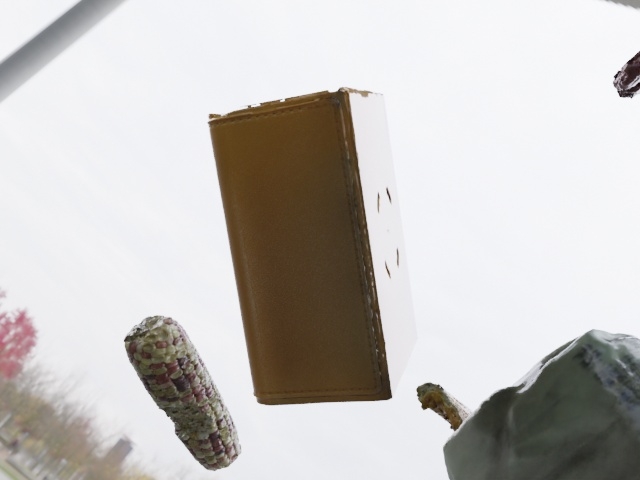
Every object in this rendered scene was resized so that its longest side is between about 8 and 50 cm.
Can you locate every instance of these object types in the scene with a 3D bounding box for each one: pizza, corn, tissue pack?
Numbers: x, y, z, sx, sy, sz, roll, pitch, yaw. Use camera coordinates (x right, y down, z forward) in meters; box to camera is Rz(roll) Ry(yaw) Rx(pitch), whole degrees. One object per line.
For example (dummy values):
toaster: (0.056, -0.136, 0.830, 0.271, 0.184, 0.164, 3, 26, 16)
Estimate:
pizza: (0.367, 0.452, 1.682, 0.365, 0.074, 0.182, 38, 7, -9)
corn: (-0.204, 0.244, 1.135, 0.098, 0.098, 0.290, 6, -55, 50)
tissue pack: (0.000, 0.000, 0.728, 0.145, 0.194, 0.275, -8, -84, 13)

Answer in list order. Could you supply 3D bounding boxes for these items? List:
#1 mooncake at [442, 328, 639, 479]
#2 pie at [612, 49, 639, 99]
mooncake: (0.246, 0.220, 0.657, 0.136, 0.255, 0.250, 26, -60, -30)
pie: (0.711, -0.381, 1.573, 0.054, 0.204, 0.218, 55, 7, 14)
